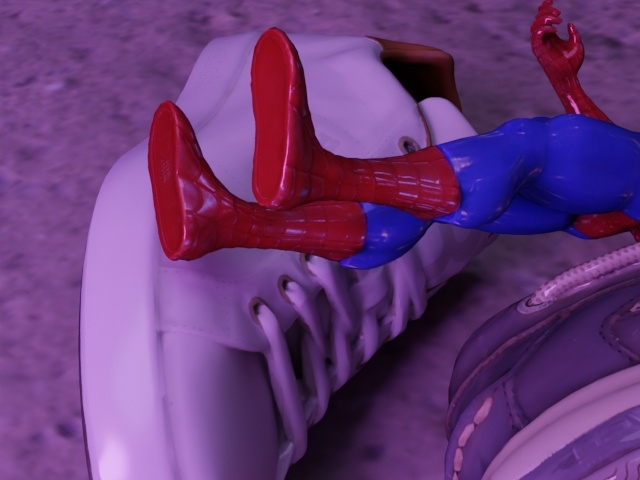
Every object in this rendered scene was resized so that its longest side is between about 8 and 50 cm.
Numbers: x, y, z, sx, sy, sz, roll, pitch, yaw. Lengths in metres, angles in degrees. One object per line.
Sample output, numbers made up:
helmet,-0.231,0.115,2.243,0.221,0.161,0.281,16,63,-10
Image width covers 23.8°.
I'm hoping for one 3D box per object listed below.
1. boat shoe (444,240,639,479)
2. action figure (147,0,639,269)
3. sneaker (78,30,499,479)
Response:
boat shoe,0.200,0.016,0.436,0.355,0.132,0.130,-12,35,-7
action figure,0.085,-0.054,0.501,0.280,0.139,0.091,7,-17,-34
sneaker,0.000,0.000,0.520,0.123,0.106,0.290,-3,34,11
